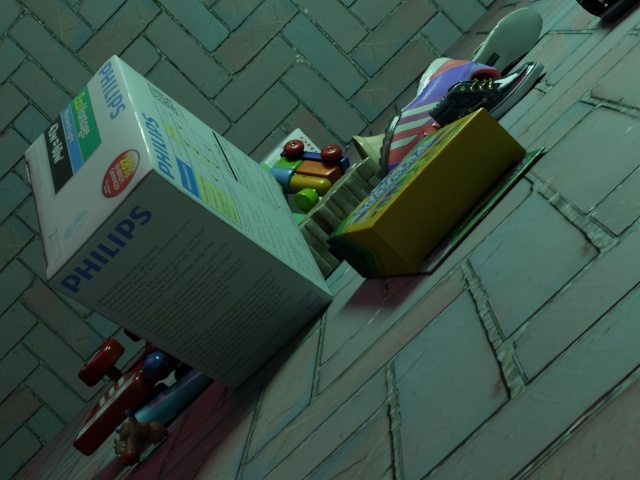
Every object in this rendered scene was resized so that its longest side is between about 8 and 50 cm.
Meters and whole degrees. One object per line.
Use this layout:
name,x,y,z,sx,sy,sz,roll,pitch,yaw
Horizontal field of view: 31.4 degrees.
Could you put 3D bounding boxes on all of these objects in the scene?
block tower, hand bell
block tower,0.000,0.000,1.906,0.335,0.097,0.091,-46,7,-19
hand bell,0.190,-0.200,2.060,0.242,0.126,0.126,-33,5,-2

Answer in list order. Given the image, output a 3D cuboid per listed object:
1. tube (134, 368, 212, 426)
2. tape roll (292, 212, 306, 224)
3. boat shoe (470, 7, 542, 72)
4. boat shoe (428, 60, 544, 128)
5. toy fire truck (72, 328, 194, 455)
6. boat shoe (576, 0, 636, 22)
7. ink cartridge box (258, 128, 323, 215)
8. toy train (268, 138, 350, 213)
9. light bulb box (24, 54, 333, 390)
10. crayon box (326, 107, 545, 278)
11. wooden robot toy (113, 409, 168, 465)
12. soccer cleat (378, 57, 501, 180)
tube,-0.229,0.256,1.988,0.207,0.052,0.080,-40,16,-6
tape roll,-0.158,0.041,2.068,0.321,0.077,0.321,-15,17,5
boat shoe,0.324,-0.345,2.122,0.219,0.078,0.070,-47,7,-2
boat shoe,0.255,-0.229,1.763,0.183,0.083,0.065,-43,6,18
toy fire truck,-0.320,0.246,2.083,0.302,0.169,0.254,-45,10,8
boat shoe,0.483,-0.446,1.596,0.340,0.127,0.158,-51,9,28
ink cartridge box,-0.058,-0.089,2.382,0.117,0.201,0.278,-40,7,31
toy train,0.007,-0.104,2.168,0.248,0.105,0.143,11,43,32
light bulb box,-0.219,-0.027,1.692,0.225,0.361,0.358,-44,36,13
crayon box,0.130,-0.054,1.421,0.203,0.083,0.323,-46,6,-10
wooden robot toy,-0.289,0.329,1.870,0.079,0.076,0.173,-2,-25,-20
soccer cleat,0.193,-0.187,1.852,0.116,0.108,0.318,6,46,30
